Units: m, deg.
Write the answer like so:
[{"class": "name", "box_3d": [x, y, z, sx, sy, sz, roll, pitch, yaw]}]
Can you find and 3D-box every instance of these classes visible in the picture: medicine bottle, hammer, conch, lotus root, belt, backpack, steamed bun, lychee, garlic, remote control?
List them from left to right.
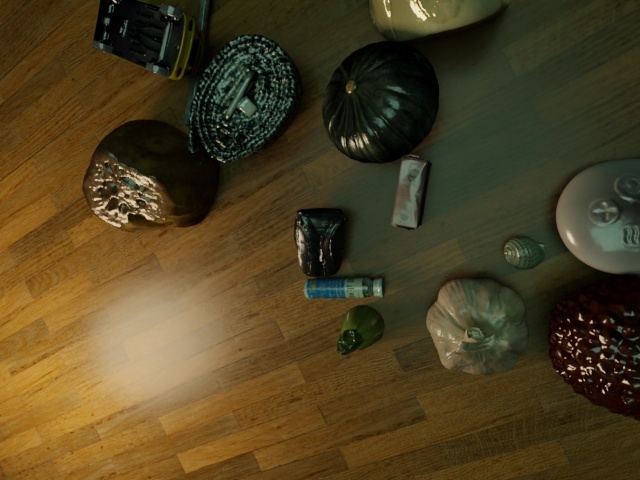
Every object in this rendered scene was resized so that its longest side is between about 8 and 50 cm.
[{"class": "lotus root", "box_3d": [-0.429, -0.128, 1.056, 0.316, 0.250, 0.316, 4, 108, 11]}, {"class": "hammer", "box_3d": [-0.288, -0.494, 1.045, 0.152, 0.044, 0.426, 12, 101, 16]}, {"class": "belt", "box_3d": [-0.167, -0.312, 0.976, 0.207, 0.160, 0.295, 29, 107, -6]}, {"class": "backpack", "box_3d": [-0.004, 0.001, 0.992, 0.120, 0.105, 0.165, 3, 116, -5]}, {"class": "medicine bottle", "box_3d": [0.057, 0.113, 1.015, 0.191, 0.051, 0.051, -4, 96, 19]}, {"class": "steamed bun", "box_3d": [0.186, -0.505, 0.780, 0.272, 0.273, 0.290, -15, 112, 33]}, {"class": "garlic", "box_3d": [0.315, 0.187, 0.862, 0.219, 0.212, 0.218, 1, 92, 20]}, {"class": "conch", "box_3d": [0.430, 0.030, 0.887, 0.085, 0.056, 0.076, 0, 110, 18]}, {"class": "lychee", "box_3d": [0.558, 0.186, 0.772, 0.264, 0.300, 0.264, -10, 117, -21]}, {"class": "remote control", "box_3d": [0.622, -0.048, 0.782, 0.332, 0.103, 0.221, -2, 82, 16]}]

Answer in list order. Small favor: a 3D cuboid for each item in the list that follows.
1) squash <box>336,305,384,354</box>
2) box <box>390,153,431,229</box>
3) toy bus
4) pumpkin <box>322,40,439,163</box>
[{"class": "squash", "box_3d": [0.084, 0.218, 0.978, 0.105, 0.132, 0.105, 3, 100, 19]}, {"class": "box", "box_3d": [0.196, -0.101, 0.912, 0.060, 0.111, 0.156, 9, 98, 16]}, {"class": "toy bus", "box_3d": [-0.390, -0.473, 0.991, 0.331, 0.151, 0.145, 29, 107, 27]}, {"class": "pumpkin", "box_3d": [0.125, -0.268, 0.859, 0.250, 0.216, 0.249, -24, 47, 29]}]
